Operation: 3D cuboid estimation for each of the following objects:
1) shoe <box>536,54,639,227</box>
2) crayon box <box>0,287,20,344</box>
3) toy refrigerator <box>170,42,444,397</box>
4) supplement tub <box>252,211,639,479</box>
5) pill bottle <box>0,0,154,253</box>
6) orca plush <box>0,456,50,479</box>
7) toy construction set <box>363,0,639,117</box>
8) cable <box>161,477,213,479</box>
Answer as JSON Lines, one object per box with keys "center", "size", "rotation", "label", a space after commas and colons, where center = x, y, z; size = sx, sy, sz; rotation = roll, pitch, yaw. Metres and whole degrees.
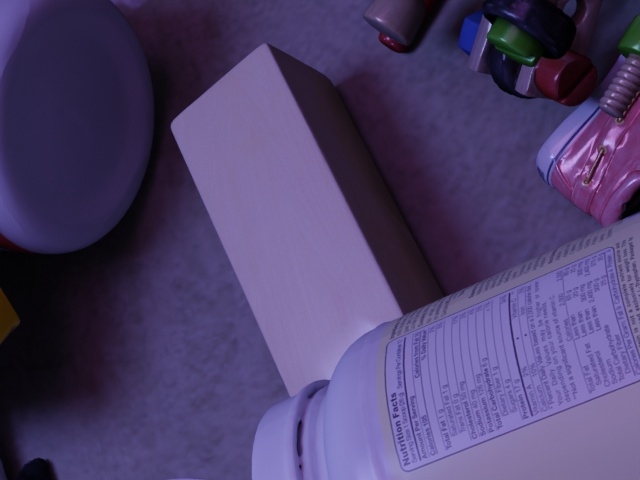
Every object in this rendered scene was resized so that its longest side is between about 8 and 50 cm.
{"center": [0.228, -0.087, 1.094], "size": [0.178, 0.063, 0.081], "rotation": [-50, 57, 11], "label": "shoe"}
{"center": [-0.454, -0.003, 1.225], "size": [0.363, 0.313, 0.106], "rotation": [-14, 24, 30], "label": "crayon box"}
{"center": [0.000, 0.000, 1.174], "size": [0.102, 0.094, 0.269], "rotation": [-39, 57, 20], "label": "toy refrigerator"}
{"center": [0.149, 0.126, 0.954], "size": [0.325, 0.235, 0.235], "rotation": [-25, 62, 20], "label": "supplement tub"}
{"center": [-0.333, -0.104, 1.328], "size": [0.363, 0.210, 0.210], "rotation": [5, 75, 31], "label": "pill bottle"}
{"center": [-0.292, 0.169, 1.262], "size": [0.151, 0.102, 0.287], "rotation": [-7, 70, 21], "label": "orca plush"}
{"center": [0.120, -0.243, 1.095], "size": [0.257, 0.309, 0.237], "rotation": [32, 89, -9], "label": "toy construction set"}
{"center": [-0.095, 0.289, 1.111], "size": [0.257, 0.089, 0.257], "rotation": [-22, 57, 22], "label": "cable"}
